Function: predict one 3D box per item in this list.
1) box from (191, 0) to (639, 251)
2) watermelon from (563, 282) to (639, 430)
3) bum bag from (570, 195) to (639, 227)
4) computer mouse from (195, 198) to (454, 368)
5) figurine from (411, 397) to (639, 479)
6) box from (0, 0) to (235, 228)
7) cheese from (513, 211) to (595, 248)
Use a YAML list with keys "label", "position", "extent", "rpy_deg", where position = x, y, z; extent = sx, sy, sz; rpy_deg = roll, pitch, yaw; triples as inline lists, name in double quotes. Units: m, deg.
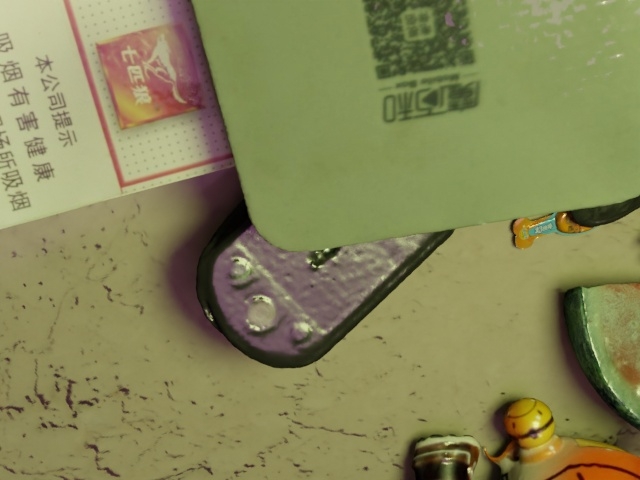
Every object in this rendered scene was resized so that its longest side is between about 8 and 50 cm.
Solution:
- label: "box"
  position: [0.085, -0.182, 0.895]
  extent: [0.367, 0.090, 0.373]
  rpy_deg: [-8, 117, 10]
- label: "watermelon"
  position: [0.410, 0.121, 1.220]
  extent: [0.318, 0.148, 0.226]
  rpy_deg: [32, 82, -7]
- label: "bum bag"
  position: [0.392, -0.112, 1.136]
  extent: [0.310, 0.074, 0.137]
  rpy_deg: [-21, 120, -8]
- label: "computer mouse"
  position: [0.000, 0.000, 1.079]
  extent: [0.269, 0.100, 0.170]
  rpy_deg: [-41, 109, 0]
- label: "figurine"
  position: [0.273, 0.339, 1.210]
  extent: [0.323, 0.196, 0.320]
  rpy_deg: [-8, 105, 1]
- label: "box"
  position: [-0.172, -0.159, 0.991]
  extent: [0.330, 0.095, 0.210]
  rpy_deg: [-16, 112, -8]
- label: "cheese"
  position: [0.265, -0.021, 1.176]
  extent: [0.111, 0.017, 0.047]
  rpy_deg: [-18, 109, -5]
